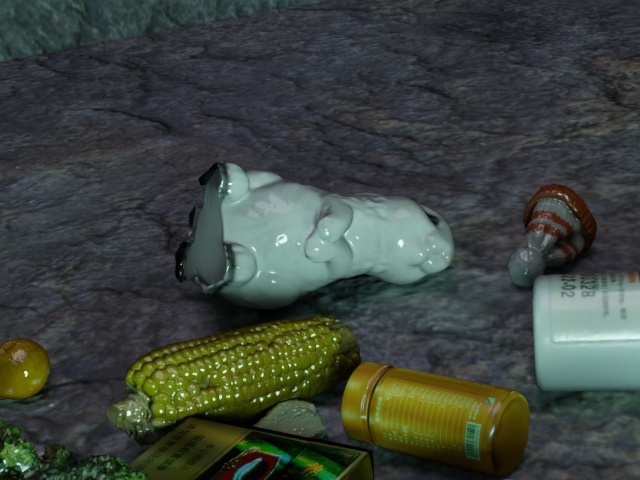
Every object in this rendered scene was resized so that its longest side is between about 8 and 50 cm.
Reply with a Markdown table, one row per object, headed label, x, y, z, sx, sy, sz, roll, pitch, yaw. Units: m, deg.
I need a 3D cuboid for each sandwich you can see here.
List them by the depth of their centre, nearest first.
| label | x | y | z | sx | sy | sz | roll | pitch | yaw |
| --- | --- | --- | --- | --- | --- | --- | --- | --- | --- |
| sandwich | -0.027 | 0.218 | 1.796 | 0.093 | 0.035 | 0.105 | 3 | 23 | 24 |

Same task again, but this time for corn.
| label | x | y | z | sx | sy | sz | roll | pitch | yaw |
| --- | --- | --- | --- | --- | --- | --- | --- | --- | --- |
| corn | -0.099 | 0.163 | 1.853 | 0.322 | 0.119 | 0.119 | -11 | 22 | -29 |

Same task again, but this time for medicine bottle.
| label | x | y | z | sx | sy | sz | roll | pitch | yaw |
| --- | --- | --- | --- | --- | --- | --- | --- | --- | --- |
| medicine bottle | 0.126 | 0.195 | 1.731 | 0.192 | 0.096 | 0.096 | 8 | 26 | 32 |
| medicine bottle | 0.374 | 0.105 | 1.823 | 0.252 | 0.144 | 0.144 | -1 | 23 | 12 |

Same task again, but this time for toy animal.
| label | x | y | z | sx | sy | sz | roll | pitch | yaw |
| --- | --- | --- | --- | --- | --- | --- | --- | --- | --- |
| toy animal | 0.000 | 0.000 | 2.169 | 0.357 | 0.193 | 0.258 | 2 | -6 | -23 |

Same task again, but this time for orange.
| label | x | y | z | sx | sy | sz | roll | pitch | yaw |
| --- | --- | --- | --- | --- | --- | --- | --- | --- | --- |
| orange | -0.381 | 0.163 | 1.982 | 0.083 | 0.070 | 0.083 | -17 | 24 | 8 |

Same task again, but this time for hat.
| label | x | y | z | sx | sy | sz | roll | pitch | yaw |
| --- | --- | --- | --- | --- | --- | --- | --- | --- | --- |
| hat | 0.311 | 0.005 | 2.165 | 0.094 | 0.112 | 0.162 | -24 | 20 | 38 |

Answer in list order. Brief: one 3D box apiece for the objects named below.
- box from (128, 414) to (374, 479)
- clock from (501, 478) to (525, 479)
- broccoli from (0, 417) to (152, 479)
| label | x | y | z | sx | sy | sz | roll | pitch | yaw |
| --- | --- | --- | --- | --- | --- | --- | --- | --- | --- |
| box | -0.082 | 0.264 | 1.657 | 0.240 | 0.071 | 0.159 | 7 | 24 | 30 |
| clock | 0.188 | 0.331 | 1.295 | 0.326 | 0.184 | 0.342 | 5 | 20 | 36 |
| broccoli | -0.236 | 0.320 | 1.341 | 0.304 | 0.321 | 0.283 | 6 | -7 | 5 |
